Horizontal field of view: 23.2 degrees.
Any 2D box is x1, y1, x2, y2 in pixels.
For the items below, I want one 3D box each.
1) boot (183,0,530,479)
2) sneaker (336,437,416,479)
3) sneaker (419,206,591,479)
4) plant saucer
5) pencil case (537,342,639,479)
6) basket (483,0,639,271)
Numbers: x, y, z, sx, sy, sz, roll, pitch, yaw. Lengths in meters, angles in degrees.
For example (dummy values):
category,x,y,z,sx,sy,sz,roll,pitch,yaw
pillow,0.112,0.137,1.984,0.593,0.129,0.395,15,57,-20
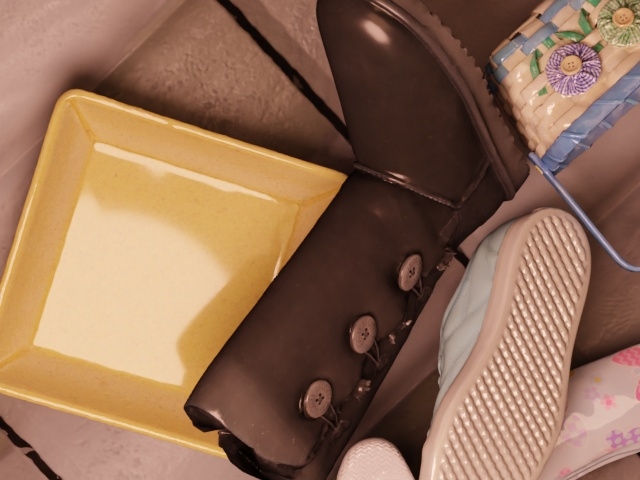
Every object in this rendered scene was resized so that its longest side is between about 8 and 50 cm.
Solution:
category,x,y,z,sx,sy,sz,roll,pitch,yaw
boot,0.001,0.001,1.568,0.445,0.146,0.367,-52,131,-12
sneaker,0.058,0.322,1.695,0.101,0.153,0.268,-9,107,-5
sneaker,0.182,0.144,1.681,0.135,0.150,0.366,30,71,-17
plant saucer,-0.168,0.039,1.693,0.333,0.081,0.332,18,93,-7
pencil case,0.295,0.204,1.737,0.273,0.113,0.124,-21,79,-4
basket,0.328,-0.143,1.673,0.289,0.201,0.255,45,87,3
